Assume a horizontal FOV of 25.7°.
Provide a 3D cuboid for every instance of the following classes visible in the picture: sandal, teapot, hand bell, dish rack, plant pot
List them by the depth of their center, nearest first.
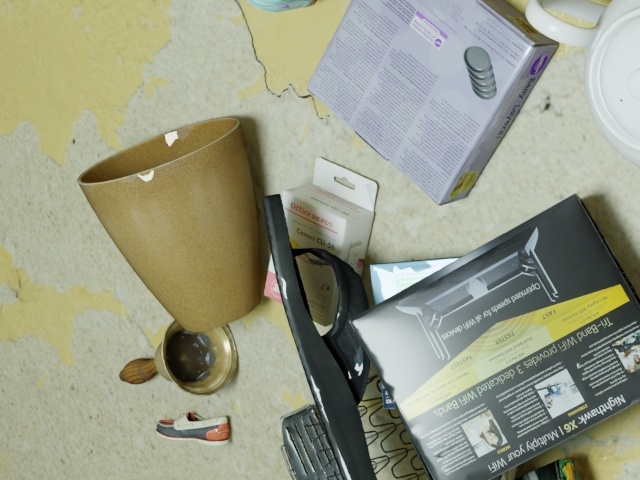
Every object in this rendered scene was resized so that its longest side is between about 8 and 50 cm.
[{"bbox_3d":[0.369,-0.175,1.466,0.256,0.187,0.253,-14,91,41],"label":"teapot"},{"bbox_3d":[0.029,0.147,1.779,0.107,0.167,0.446,-19,84,-3],"label":"sandal"},{"bbox_3d":[0.060,0.287,1.887,0.271,0.074,0.208,-28,81,31],"label":"dish rack"},{"bbox_3d":[-0.178,-0.012,1.950,0.237,0.237,0.254,-7,110,40],"label":"plant pot"},{"bbox_3d":[-0.241,0.186,2.124,0.242,0.126,0.126,-20,88,53],"label":"hand bell"}]

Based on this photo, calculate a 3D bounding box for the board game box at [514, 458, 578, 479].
[{"bbox_3d":[0.281,0.407,1.691,0.136,0.030,0.260,-39,51,54],"label":"board game box"}]

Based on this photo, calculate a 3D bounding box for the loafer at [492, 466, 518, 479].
[{"bbox_3d":[0.181,0.360,1.732,0.101,0.092,0.269,8,95,20],"label":"loafer"}]

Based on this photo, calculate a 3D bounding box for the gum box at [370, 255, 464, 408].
[{"bbox_3d":[0.149,0.115,1.761,0.156,0.041,0.185,-5,91,18],"label":"gum box"}]

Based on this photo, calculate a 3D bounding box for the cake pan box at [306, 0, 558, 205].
[{"bbox_3d":[0.126,-0.217,1.733,0.267,0.070,0.246,42,121,24],"label":"cake pan box"}]

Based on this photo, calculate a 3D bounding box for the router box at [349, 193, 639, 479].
[{"bbox_3d":[0.226,0.125,1.637,0.308,0.081,0.243,-29,80,11],"label":"router box"}]

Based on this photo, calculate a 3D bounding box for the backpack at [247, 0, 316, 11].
[{"bbox_3d":[-0.048,-0.373,1.758,0.144,0.188,0.166,-33,80,39],"label":"backpack"}]

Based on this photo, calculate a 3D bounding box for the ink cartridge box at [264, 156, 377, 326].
[{"bbox_3d":[0.000,0.000,1.885,0.115,0.067,0.198,25,115,33],"label":"ink cartridge box"}]

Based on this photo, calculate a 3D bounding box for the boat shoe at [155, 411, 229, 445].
[{"bbox_3d":[-0.194,0.281,2.123,0.137,0.049,0.043,2,99,36],"label":"boat shoe"}]
